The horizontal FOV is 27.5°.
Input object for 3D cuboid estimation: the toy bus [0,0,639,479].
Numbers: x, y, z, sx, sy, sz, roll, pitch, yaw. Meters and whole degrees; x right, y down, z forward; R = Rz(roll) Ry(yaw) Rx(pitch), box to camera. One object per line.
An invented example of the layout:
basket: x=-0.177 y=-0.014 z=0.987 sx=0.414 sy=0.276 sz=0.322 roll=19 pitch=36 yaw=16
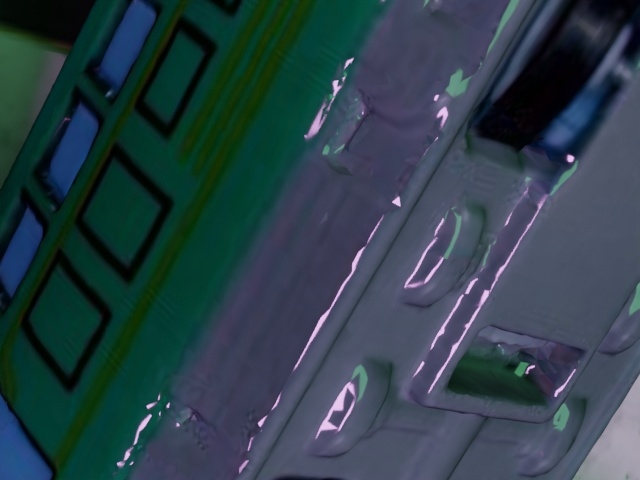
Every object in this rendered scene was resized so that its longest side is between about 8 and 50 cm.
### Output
toy bus: x=0.000 y=0.000 z=0.437 sx=0.183 sy=0.199 sz=0.343 roll=17 pitch=107 yaw=-49
